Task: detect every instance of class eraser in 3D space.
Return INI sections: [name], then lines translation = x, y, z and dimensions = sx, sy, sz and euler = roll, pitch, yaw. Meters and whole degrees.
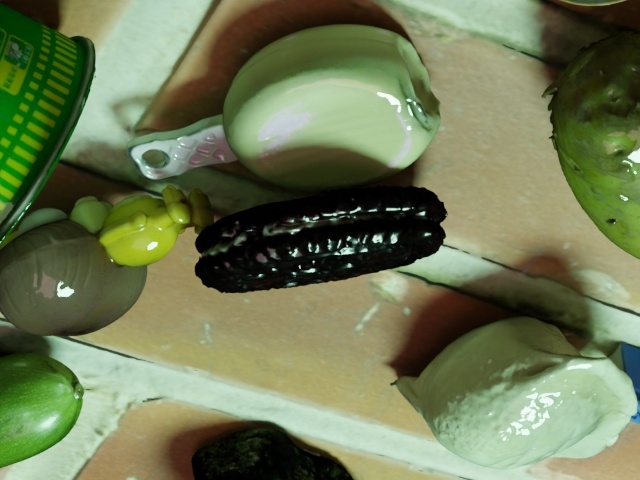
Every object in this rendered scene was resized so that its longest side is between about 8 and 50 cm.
[eraser]
translation = 0.284, 0.129, 1.653
dimensions = 0.084, 0.063, 0.027
euler = 20, 135, -22

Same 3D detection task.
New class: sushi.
[sushi]
translation = -0.025, 0.271, 1.770
dimensions = 0.124, 0.127, 0.225
euler = -23, 133, 24

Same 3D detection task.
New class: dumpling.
[dumpling]
translation = 0.172, 0.134, 1.610
dimensions = 0.166, 0.126, 0.216
euler = 28, 128, -29

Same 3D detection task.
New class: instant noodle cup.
[instant noodle cup]
translation = -0.297, -0.108, 1.281
dimensions = 0.232, 0.207, 0.207
euler = 34, 129, -25

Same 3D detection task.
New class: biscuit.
[biscuit]
translation = 0.000, 0.000, 1.449
dimensions = 0.194, 0.053, 0.194
euler = -9, 172, -1

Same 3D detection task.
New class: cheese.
[cheese]
translation = -0.031, -0.083, 1.402
dimensions = 0.227, 0.064, 0.137
euler = -15, 136, 15

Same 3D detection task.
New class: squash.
[squash]
translation = -0.365, 0.178, 1.677
dimensions = 0.378, 0.101, 0.101
euler = -21, 136, 25

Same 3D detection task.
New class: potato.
[potato]
translation = 0.251, -0.059, 1.401
dimensions = 0.149, 0.113, 0.251
euler = -31, 140, 21

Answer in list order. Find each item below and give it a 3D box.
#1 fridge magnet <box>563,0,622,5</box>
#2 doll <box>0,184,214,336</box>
[fridge magnet]
translation = 0.179, -0.204, 1.263
dimensions = 0.143, 0.063, 0.143
euler = -2, 142, -1
[doll]
translation = -0.167, 0.011, 1.493
dimensions = 0.188, 0.096, 0.145
euler = -25, 169, 2
